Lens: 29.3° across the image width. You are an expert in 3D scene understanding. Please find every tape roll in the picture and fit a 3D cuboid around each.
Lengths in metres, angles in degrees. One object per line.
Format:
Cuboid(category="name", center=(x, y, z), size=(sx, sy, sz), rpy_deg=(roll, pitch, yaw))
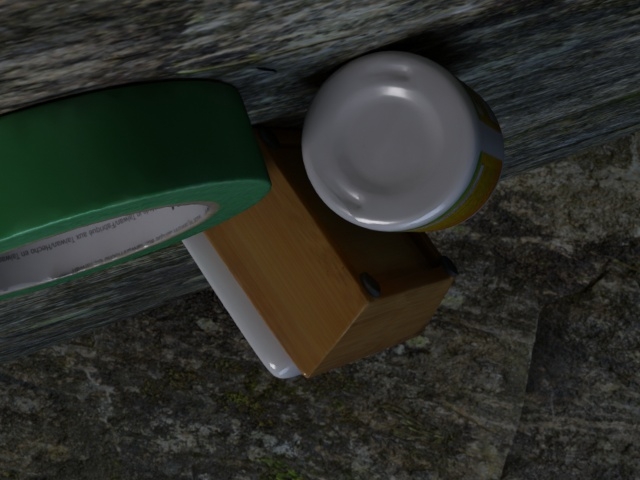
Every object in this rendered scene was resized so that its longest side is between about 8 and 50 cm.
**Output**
Cuboid(category="tape roll", center=(-0.198, -0.022, 0.897), size=(0.321, 0.077, 0.321), rpy_deg=(-19, 175, -2))

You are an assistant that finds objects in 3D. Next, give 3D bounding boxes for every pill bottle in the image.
Cuboid(category="pill bottle", center=(0.080, -0.075, 1.024), size=(0.136, 0.136, 0.246), rpy_deg=(-20, 175, 14))

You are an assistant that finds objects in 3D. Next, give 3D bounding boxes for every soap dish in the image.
Cuboid(category="soap dish", center=(0.000, 0.000, 1.149), size=(0.118, 0.229, 0.291), rpy_deg=(-39, 168, 21))
